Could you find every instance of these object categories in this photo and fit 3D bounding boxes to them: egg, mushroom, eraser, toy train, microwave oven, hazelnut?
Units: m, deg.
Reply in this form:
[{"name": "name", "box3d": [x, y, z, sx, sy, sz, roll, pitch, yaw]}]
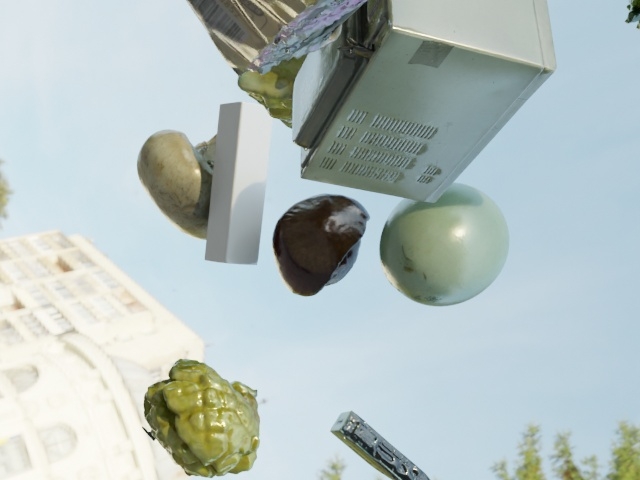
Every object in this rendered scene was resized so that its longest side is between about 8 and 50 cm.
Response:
[{"name": "egg", "box3d": [0.207, 0.005, 1.424, 0.203, 0.283, 0.202, 11, -68, 28]}, {"name": "mushroom", "box3d": [-0.234, -0.105, 1.706, 0.195, 0.253, 0.189, -38, -133, 6]}, {"name": "eraser", "box3d": [-0.153, -0.105, 1.599, 0.078, 0.076, 0.298, 6, -90, 50]}, {"name": "toy train", "box3d": [0.123, 0.421, 1.655, 0.234, 0.052, 0.051, 42, -28, -12]}, {"name": "microwave oven", "box3d": [0.085, -0.165, 0.844, 0.240, 0.194, 0.145, 126, -28, -56]}, {"name": "hazelnut", "box3d": [0.004, 0.000, 1.556, 0.170, 0.202, 0.160, 22, -46, 49]}]

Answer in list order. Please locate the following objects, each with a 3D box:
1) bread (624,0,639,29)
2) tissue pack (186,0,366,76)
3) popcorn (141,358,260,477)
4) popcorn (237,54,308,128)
[{"name": "bread", "box3d": [0.520, -0.457, 1.068, 0.377, 0.208, 0.251, -24, -110, 34]}, {"name": "tissue pack", "box3d": [-0.052, -0.245, 0.509, 0.256, 0.123, 0.215, 57, -24, -6]}, {"name": "popcorn", "box3d": [-0.164, 0.238, 1.134, 0.173, 0.173, 0.142, 24, -99, 48]}, {"name": "popcorn", "box3d": [-0.004, -0.273, 1.221, 0.293, 0.293, 0.237, 61, -23, 21]}]
